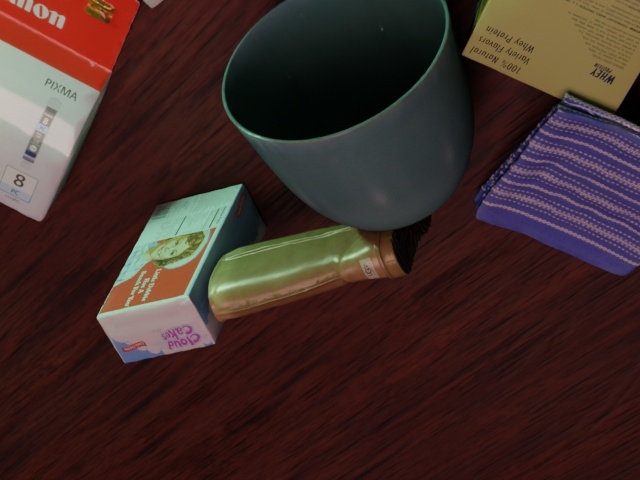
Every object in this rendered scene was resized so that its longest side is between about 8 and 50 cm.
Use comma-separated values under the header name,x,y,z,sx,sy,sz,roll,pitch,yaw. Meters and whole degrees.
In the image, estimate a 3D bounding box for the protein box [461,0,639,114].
name,x,y,z,sx,sy,sz,roll,pitch,yaw
protein box,0.304,-0.289,1.773,0.200,0.136,0.201,24,129,-2

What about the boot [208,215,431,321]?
name,x,y,z,sx,sy,sz,roll,pitch,yaw
boot,0.000,0.000,2.021,0.269,0.236,0.089,-15,113,24

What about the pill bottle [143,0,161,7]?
name,x,y,z,sx,sy,sz,roll,pitch,yaw
pill bottle,-0.243,-0.368,1.925,0.137,0.078,0.078,43,127,-17

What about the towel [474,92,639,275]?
name,x,y,z,sx,sy,sz,roll,pitch,yaw
towel,0.350,-0.056,1.912,0.243,0.040,0.336,24,156,-4

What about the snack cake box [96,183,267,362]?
name,x,y,z,sx,sy,sz,roll,pitch,yaw
snack cake box,-0.188,0.043,2.102,0.152,0.264,0.089,-12,123,25

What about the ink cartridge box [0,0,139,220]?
name,x,y,z,sx,sy,sz,roll,pitch,yaw
ink cartridge box,-0.455,-0.240,2.085,0.308,0.091,0.385,28,131,-5

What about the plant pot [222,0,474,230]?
name,x,y,z,sx,sy,sz,roll,pitch,yaw
plant pot,0.060,-0.152,1.873,0.293,0.293,0.235,-9,137,23
